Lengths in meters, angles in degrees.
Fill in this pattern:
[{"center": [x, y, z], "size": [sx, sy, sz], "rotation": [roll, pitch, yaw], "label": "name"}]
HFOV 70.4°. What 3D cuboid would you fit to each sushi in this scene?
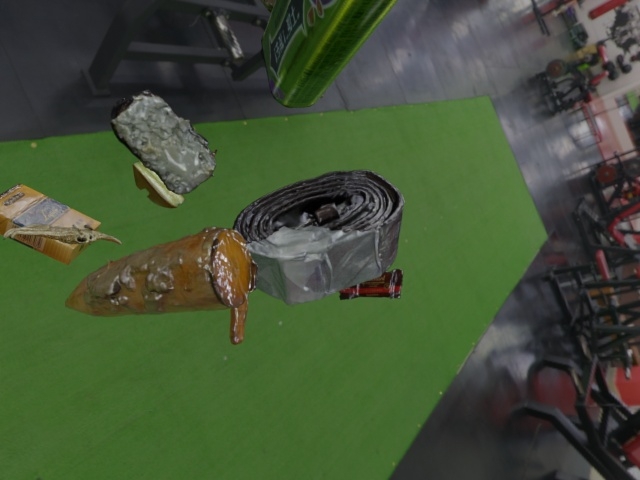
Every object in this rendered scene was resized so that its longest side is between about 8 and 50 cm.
[{"center": [-0.439, -0.288, 1.335], "size": [0.343, 0.196, 0.182], "rotation": [48, 11, -32], "label": "sushi"}]

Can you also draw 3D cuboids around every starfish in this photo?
[{"center": [-0.562, -0.016, 0.984], "size": [0.247, 0.138, 0.050], "rotation": [14, 79, -63], "label": "starfish"}]

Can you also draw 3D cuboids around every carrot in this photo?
[{"center": [-0.273, 0.254, 1.505], "size": [0.060, 0.060, 0.186], "rotation": [21, 65, -43], "label": "carrot"}, {"center": [-0.208, 0.054, 0.546], "size": [0.102, 0.263, 0.102], "rotation": [-13, 90, -70], "label": "carrot"}]

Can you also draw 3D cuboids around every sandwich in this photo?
[{"center": [-0.671, -0.221, 1.844], "size": [0.244, 0.088, 0.090], "rotation": [52, 43, -25], "label": "sandwich"}]

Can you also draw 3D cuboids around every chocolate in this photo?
[{"center": [0.132, 0.111, 1.164], "size": [0.182, 0.028, 0.086], "rotation": [-1, 97, -23], "label": "chocolate"}]

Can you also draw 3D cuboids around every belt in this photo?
[{"center": [0.000, 0.000, 0.774], "size": [0.289, 0.164, 0.184], "rotation": [-18, 50, -13], "label": "belt"}]

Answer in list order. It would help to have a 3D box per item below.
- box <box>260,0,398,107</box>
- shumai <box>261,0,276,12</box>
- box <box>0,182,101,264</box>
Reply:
[{"center": [0.009, -0.281, 0.546], "size": [0.097, 0.345, 0.134], "rotation": [-11, 88, -18], "label": "box"}, {"center": [-0.041, -0.446, 0.896], "size": [0.218, 0.185, 0.184], "rotation": [36, 49, 6], "label": "shumai"}, {"center": [-0.739, -0.045, 1.209], "size": [0.237, 0.070, 0.152], "rotation": [30, 27, -12], "label": "box"}]
